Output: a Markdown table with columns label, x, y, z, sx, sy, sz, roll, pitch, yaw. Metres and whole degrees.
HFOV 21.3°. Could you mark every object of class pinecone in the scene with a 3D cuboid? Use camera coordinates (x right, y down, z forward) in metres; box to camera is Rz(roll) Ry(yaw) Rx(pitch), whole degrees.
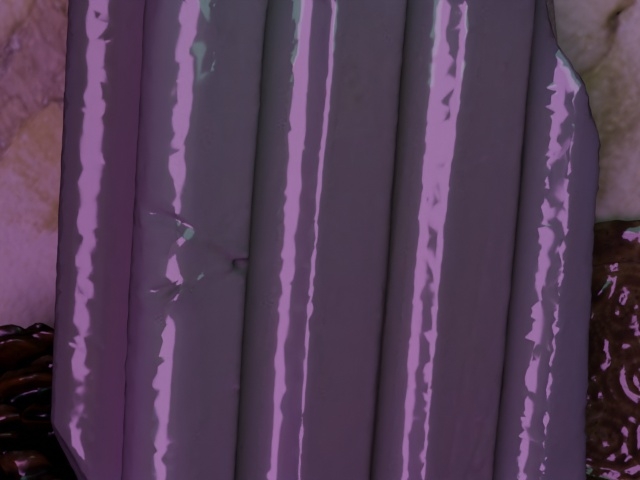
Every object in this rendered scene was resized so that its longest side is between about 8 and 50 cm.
| label | x | y | z | sx | sy | sz | roll | pitch | yaw |
| --- | --- | --- | --- | --- | --- | --- | --- | --- | --- |
| pinecone | -0.210 | 0.186 | 1.358 | 0.224 | 0.272 | 0.224 | -1 | 128 | -2 |

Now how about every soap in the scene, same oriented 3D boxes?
| label | x | y | z | sx | sy | sz | roll | pitch | yaw |
| --- | --- | --- | --- | --- | --- | --- | --- | --- | --- |
| soap | 0.000 | 0.000 | 1.190 | 0.350 | 0.213 | 0.435 | -5 | 105 | -28 |

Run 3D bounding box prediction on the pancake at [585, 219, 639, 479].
| label | x | y | z | sx | sy | sz | roll | pitch | yaw |
| --- | --- | --- | --- | --- | --- | --- | --- | --- | --- |
| pancake | 0.243 | 0.107 | 1.305 | 0.250 | 0.031 | 0.250 | 4 | 103 | 16 |

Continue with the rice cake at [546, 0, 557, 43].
| label | x | y | z | sx | sy | sz | roll | pitch | yaw |
| --- | --- | --- | --- | --- | --- | --- | --- | --- | --- |
| rice cake | 0.167 | -0.103 | 1.274 | 0.036 | 0.047 | 0.207 | -8 | 102 | 4 |
